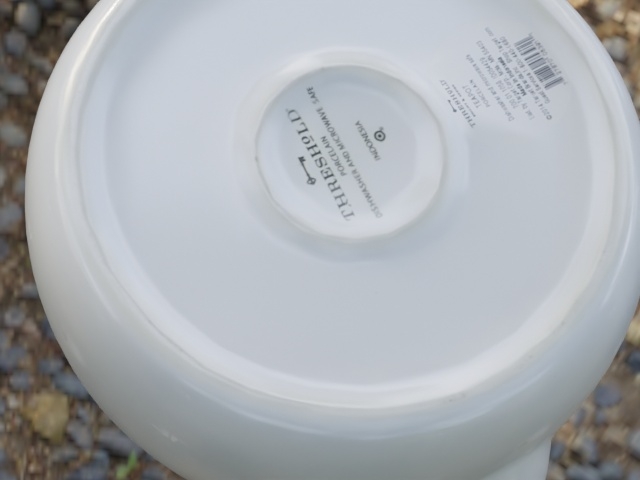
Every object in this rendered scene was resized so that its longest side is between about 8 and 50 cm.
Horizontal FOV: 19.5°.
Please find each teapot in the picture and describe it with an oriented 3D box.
[{"bbox_3d":[0.000,0.000,0.748,0.252,0.187,0.256,15,67,1],"label":"teapot"}]
